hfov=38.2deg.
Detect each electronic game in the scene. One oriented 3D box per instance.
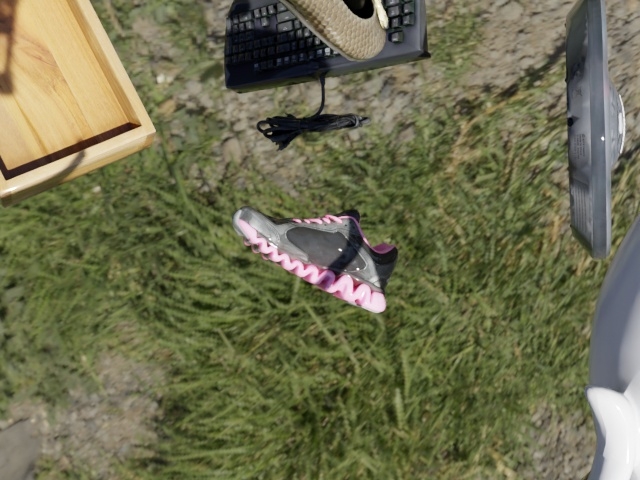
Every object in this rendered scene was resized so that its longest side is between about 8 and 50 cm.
[{"bbox_3d":[0.235,-0.098,0.788,0.048,0.229,0.229,-1,103,16],"label":"electronic game"}]

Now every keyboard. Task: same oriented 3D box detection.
[{"bbox_3d":[-0.005,-0.213,1.088,0.317,0.033,0.201,-2,94,44],"label":"keyboard"}]

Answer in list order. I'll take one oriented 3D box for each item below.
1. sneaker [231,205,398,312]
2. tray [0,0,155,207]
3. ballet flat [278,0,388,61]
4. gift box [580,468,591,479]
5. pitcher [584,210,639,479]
[{"bbox_3d":[0.000,0.000,0.597,0.119,0.047,0.057,28,88,-21],"label":"sneaker"},{"bbox_3d":[-0.392,-0.268,1.158,0.411,0.203,0.076,63,160,3],"label":"tray"},{"bbox_3d":[-0.004,-0.174,0.586,0.058,0.250,0.084,-39,71,18],"label":"ballet flat"},{"bbox_3d":[0.223,0.313,0.598,0.276,0.255,0.258,37,74,24],"label":"gift box"},{"bbox_3d":[0.140,0.087,0.332,0.125,0.177,0.207,-176,86,-68],"label":"pitcher"}]
